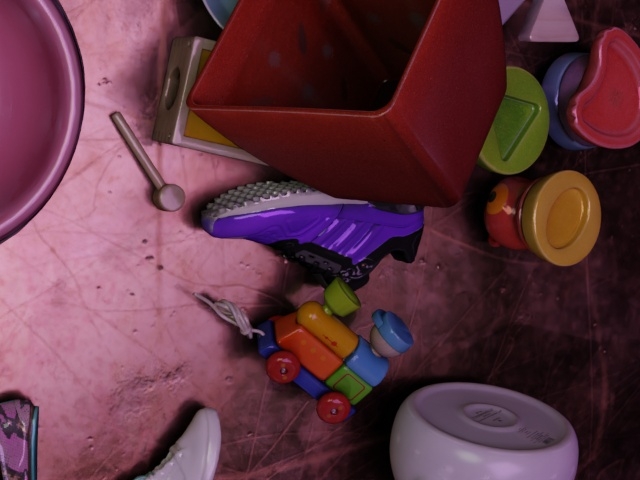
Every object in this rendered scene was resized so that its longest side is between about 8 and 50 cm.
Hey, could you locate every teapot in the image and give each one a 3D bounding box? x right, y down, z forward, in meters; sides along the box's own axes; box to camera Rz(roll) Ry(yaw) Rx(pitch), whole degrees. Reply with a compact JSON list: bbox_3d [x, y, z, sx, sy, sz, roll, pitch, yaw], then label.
[{"bbox_3d":[0.200,0.302,1.854,0.256,0.252,0.187,4,108,-13],"label":"teapot"}]

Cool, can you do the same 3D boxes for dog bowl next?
[{"bbox_3d":[-0.433,-0.156,1.554,0.408,0.150,0.407,-3,98,-22],"label":"dog bowl"}]

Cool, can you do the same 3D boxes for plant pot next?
[{"bbox_3d":[0.061,-0.177,1.626,0.235,0.267,0.267,50,56,-44],"label":"plant pot"}]

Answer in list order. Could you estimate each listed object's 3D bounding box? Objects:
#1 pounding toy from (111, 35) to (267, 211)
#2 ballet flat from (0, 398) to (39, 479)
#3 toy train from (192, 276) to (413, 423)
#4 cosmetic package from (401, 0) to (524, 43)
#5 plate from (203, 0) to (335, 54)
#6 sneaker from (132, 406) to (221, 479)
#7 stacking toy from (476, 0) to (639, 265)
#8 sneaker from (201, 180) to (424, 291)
[{"bbox_3d":[-0.146,-0.130,1.710,0.181,0.094,0.206,12,92,-24],"label":"pounding toy"},{"bbox_3d":[-0.357,0.294,1.696,0.079,0.077,0.221,-4,94,-4],"label":"ballet flat"},{"bbox_3d":[-0.015,0.096,1.766,0.143,0.105,0.248,-42,113,15],"label":"toy train"},{"bbox_3d":[0.186,-0.305,1.806,0.107,0.127,0.238,41,81,-10],"label":"cosmetic package"},{"bbox_3d":[-0.067,-0.298,1.731,0.188,0.024,0.188,12,65,-27],"label":"plate"},{"bbox_3d":[-0.187,0.295,1.765,0.094,0.080,0.212,20,90,-13],"label":"sneaker"},{"bbox_3d":[0.269,-0.154,1.868,0.279,0.130,0.309,43,69,-31],"label":"stacking toy"},{"bbox_3d":[0.001,0.000,1.787,0.293,0.102,0.146,-6,100,-22],"label":"sneaker"}]
